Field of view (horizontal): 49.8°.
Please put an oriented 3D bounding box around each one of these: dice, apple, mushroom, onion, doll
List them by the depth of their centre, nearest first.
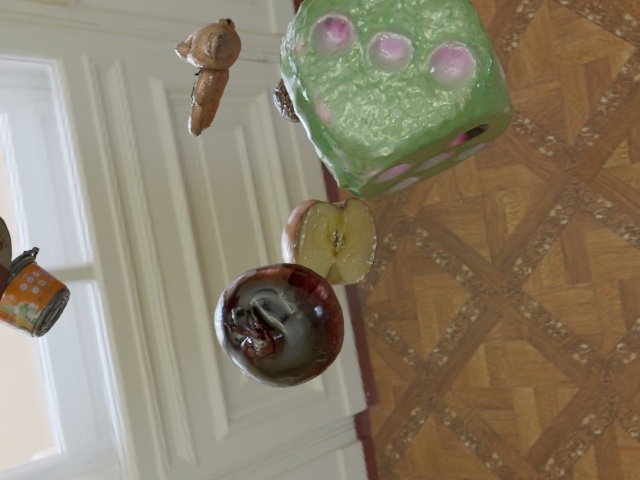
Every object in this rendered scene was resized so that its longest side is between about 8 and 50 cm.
[{"bbox_3d":[0.131,-0.276,1.214,0.330,0.318,0.322,-24,81,11],"label":"dice"},{"bbox_3d":[-0.093,0.179,1.376,0.273,0.285,0.273,3,102,15],"label":"onion"},{"bbox_3d":[-0.311,-0.425,1.778,0.156,0.201,0.303,22,118,-5],"label":"doll"},{"bbox_3d":[-0.069,-0.370,1.790,0.109,0.085,0.126,-31,96,7],"label":"mushroom"},{"bbox_3d":[0.000,0.000,1.928,0.163,0.292,0.252,4,89,50],"label":"apple"}]

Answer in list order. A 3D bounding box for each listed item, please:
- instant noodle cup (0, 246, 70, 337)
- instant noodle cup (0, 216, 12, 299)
[{"bbox_3d":[-0.626,0.130,1.490,0.125,0.177,0.208,31,84,-4],"label":"instant noodle cup"},{"bbox_3d":[-0.687,0.043,1.215,0.178,0.235,0.235,13,108,4],"label":"instant noodle cup"}]
